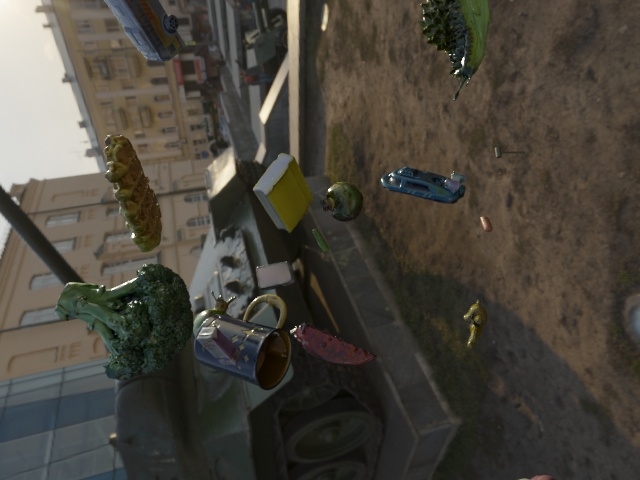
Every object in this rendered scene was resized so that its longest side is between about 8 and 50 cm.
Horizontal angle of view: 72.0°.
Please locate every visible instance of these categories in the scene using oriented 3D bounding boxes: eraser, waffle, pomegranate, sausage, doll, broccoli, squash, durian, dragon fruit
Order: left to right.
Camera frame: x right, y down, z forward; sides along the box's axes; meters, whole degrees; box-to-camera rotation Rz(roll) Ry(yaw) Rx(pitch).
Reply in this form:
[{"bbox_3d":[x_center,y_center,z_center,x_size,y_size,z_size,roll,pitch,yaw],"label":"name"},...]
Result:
[{"bbox_3d":[-0.405,0.164,0.931,0.270,0.270,0.270,-52,26,40],"label":"broccoli"},{"bbox_3d":[-0.461,-0.114,1.106,0.309,0.065,0.283,112,142,-71],"label":"waffle"},{"bbox_3d":[-0.396,0.303,1.666,0.156,0.156,0.220,97,176,-50],"label":"pomegranate"},{"bbox_3d":[-0.172,0.143,1.740,0.287,0.130,0.086,88,169,-83],"label":"eraser"},{"bbox_3d":[-0.109,-0.147,1.389,0.069,0.158,0.226,25,160,29],"label":"eraser"},{"bbox_3d":[0.000,-0.001,1.416,0.089,0.027,0.027,61,172,-17],"label":"squash"},{"bbox_3d":[0.035,0.447,1.793,0.282,0.343,0.100,136,157,-69],"label":"dragon fruit"},{"bbox_3d":[0.067,-0.116,1.341,0.130,0.130,0.130,170,90,-76],"label":"pomegranate"},{"bbox_3d":[0.282,-0.466,0.913,0.106,0.132,0.375,180,89,-65],"label":"durian"},{"bbox_3d":[0.650,0.359,1.871,0.209,0.097,0.137,-54,-37,-42],"label":"doll"},{"bbox_3d":[0.681,-0.068,1.807,0.083,0.034,0.034,-88,1,-49],"label":"sausage"}]

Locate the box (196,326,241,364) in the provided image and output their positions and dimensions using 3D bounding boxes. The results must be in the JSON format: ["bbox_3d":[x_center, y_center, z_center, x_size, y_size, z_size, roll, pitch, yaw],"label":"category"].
[{"bbox_3d":[-0.250,0.262,1.089,0.117,0.050,0.036,56,-143,-33],"label":"box"}]

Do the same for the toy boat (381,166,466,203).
[{"bbox_3d":[0.352,-0.214,1.539,0.298,0.134,0.092,19,128,32],"label":"toy boat"}]

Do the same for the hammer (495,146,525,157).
[{"bbox_3d":[0.674,-0.311,1.564,0.019,0.110,0.036,119,149,-74],"label":"hammer"}]

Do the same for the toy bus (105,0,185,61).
[{"bbox_3d":[-0.302,-0.387,0.728,0.075,0.064,0.190,-63,-27,-22],"label":"toy bus"}]

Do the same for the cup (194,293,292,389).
[{"bbox_3d":[-0.215,0.303,1.348,0.256,0.255,0.179,9,123,31],"label":"cup"}]

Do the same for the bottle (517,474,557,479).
[{"bbox_3d":[0.515,0.669,1.111,0.233,0.109,0.110,-58,39,36],"label":"bottle"}]
